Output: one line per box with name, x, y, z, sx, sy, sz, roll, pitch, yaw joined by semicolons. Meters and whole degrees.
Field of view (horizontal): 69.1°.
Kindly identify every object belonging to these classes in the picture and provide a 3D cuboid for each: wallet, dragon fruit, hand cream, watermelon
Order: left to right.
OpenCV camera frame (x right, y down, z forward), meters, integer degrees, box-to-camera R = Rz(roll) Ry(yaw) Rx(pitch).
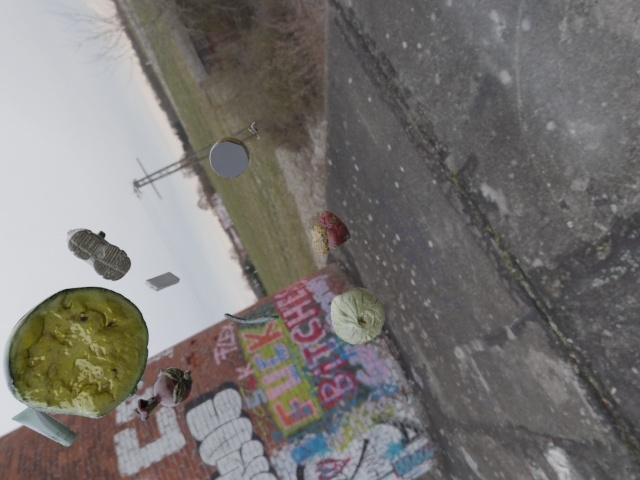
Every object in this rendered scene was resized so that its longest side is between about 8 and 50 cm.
hand cream;-0.859;0.584;1.464;0.204;0.078;0.050;59;174;-38
watermelon;-0.620;0.270;1.159;0.331;0.190;0.330;15;-108;-56
wallet;-0.825;0.214;2.426;0.095;0.033;0.190;28;-159;16
dragon fruit;0.049;-0.052;2.199;0.127;0.121;0.160;2;120;41

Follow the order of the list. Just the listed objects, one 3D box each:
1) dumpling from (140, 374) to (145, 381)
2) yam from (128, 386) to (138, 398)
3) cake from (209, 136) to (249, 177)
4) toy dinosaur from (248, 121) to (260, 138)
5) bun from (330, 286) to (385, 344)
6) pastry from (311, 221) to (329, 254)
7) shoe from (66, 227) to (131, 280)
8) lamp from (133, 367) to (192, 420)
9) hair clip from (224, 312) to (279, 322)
dumpling;-0.887;0.594;2.110;0.188;0.108;0.127;35;-160;25
yam;-1.003;0.635;2.209;0.299;0.195;0.195;64;175;7
cake;-0.440;-0.419;2.289;0.185;0.208;0.178;45;-160;-22
toy dinosaur;-0.345;-0.570;2.388;0.058;0.037;0.180;27;177;7
bun;0.151;0.317;1.888;0.243;0.244;0.153;64;176;-21
pastry;0.000;0.000;1.791;0.080;0.056;0.140;39;152;43
shoe;-1.145;0.053;2.401;0.198;0.172;0.351;26;158;48
lamp;-0.614;0.614;1.872;0.151;0.223;0.215;35;-162;8
hair clip;-0.270;0.303;1.800;0.066;0.230;0.036;29;-118;-70
